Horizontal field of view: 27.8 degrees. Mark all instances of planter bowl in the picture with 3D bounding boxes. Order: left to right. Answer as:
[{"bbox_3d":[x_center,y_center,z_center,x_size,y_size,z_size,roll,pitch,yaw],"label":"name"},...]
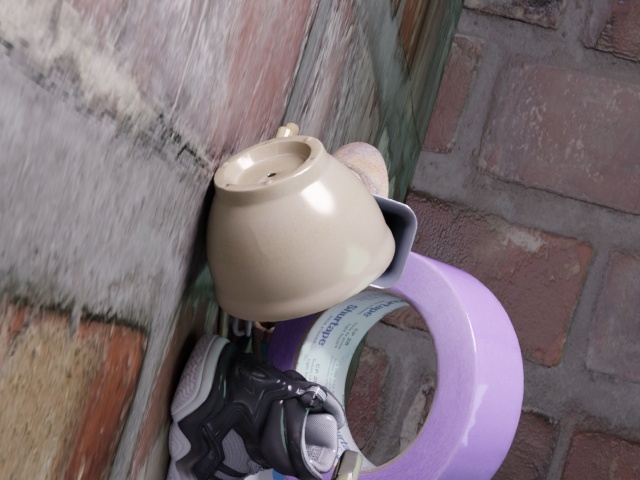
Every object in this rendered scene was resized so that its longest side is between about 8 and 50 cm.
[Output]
[{"bbox_3d":[-0.028,-0.021,1.093,0.162,0.162,0.109,-64,141,-54],"label":"planter bowl"}]

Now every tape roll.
[{"bbox_3d":[0.068,0.148,1.325,0.090,0.275,0.275,18,87,-47],"label":"tape roll"}]

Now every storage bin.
[{"bbox_3d":[0.015,-0.004,1.263,0.091,0.135,0.098,-157,-97,-85],"label":"storage bin"}]

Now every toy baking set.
[{"bbox_3d":[-0.060,0.008,1.313,0.197,0.030,0.256,88,19,-67],"label":"toy baking set"}]

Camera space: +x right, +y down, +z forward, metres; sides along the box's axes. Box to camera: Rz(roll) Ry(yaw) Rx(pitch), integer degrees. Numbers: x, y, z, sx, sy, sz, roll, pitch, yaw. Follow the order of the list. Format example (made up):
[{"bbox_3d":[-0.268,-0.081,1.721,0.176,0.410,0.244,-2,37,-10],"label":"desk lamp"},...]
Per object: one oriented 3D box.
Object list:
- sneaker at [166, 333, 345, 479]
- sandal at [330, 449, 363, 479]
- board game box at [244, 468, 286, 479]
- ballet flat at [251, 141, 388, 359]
[{"bbox_3d":[-0.062,0.205,1.240,0.268,0.153,0.101,97,12,-49],"label":"sneaker"},{"bbox_3d":[0.046,0.336,1.219,0.120,0.086,0.303,-65,150,-72],"label":"sandal"},{"bbox_3d":[-0.038,0.394,1.505,0.233,0.078,0.347,-63,145,-84],"label":"board game box"},{"bbox_3d":[0.000,0.000,1.494,0.106,0.107,0.316,65,39,-58],"label":"ballet flat"}]
